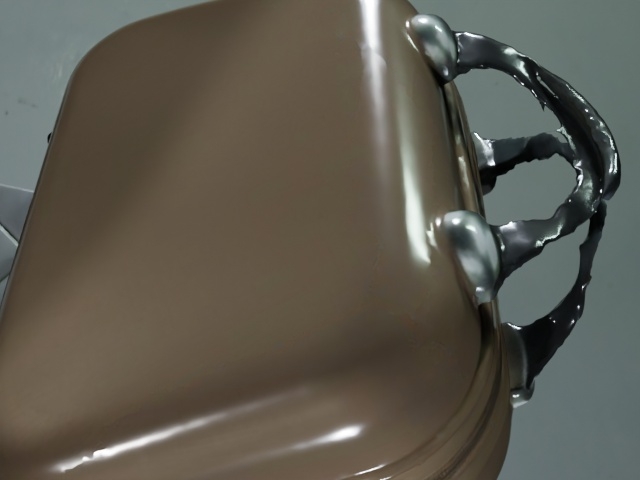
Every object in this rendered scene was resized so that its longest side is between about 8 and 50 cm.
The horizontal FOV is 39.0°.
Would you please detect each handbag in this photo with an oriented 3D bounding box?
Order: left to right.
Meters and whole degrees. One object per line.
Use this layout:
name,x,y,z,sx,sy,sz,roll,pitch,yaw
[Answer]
handbag,0.000,0.000,0.435,0.302,0.283,0.149,-91,160,-44

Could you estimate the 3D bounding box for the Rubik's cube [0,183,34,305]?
Rubik's cube,-0.241,0.102,0.813,0.221,0.225,0.231,12,70,2
